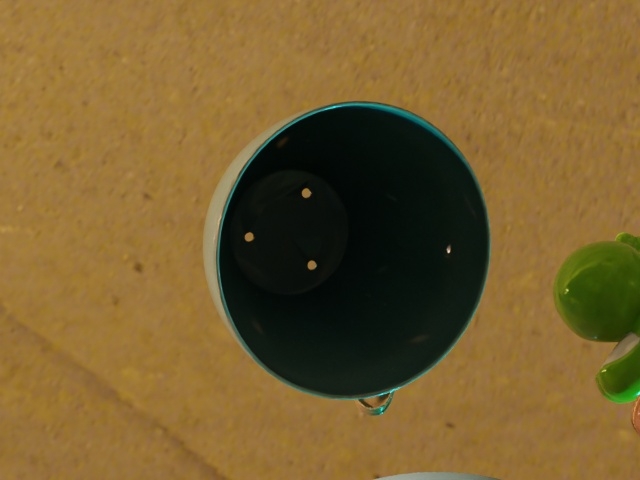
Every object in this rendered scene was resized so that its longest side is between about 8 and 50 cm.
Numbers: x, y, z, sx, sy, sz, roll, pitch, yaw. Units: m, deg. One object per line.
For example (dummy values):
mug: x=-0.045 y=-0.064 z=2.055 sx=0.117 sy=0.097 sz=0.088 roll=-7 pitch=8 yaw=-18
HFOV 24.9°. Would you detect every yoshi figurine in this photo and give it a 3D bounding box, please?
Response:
yoshi figurine: x=0.388 y=0.001 z=1.552 sx=0.203 sy=0.362 sz=0.203 roll=34 pitch=170 yaw=47

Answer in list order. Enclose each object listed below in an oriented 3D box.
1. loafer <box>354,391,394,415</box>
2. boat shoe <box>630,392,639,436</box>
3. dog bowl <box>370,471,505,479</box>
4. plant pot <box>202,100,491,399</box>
loafer: x=0.061 y=0.128 z=1.676 sx=0.056 sy=0.148 sz=0.050 roll=1 pitch=172 yaw=10
boat shoe: x=0.279 y=0.145 z=1.100 sx=0.060 sy=0.064 sz=0.178 roll=24 pitch=-179 yaw=44
dog bowl: x=0.010 y=0.214 z=0.699 sx=0.297 sy=0.074 sz=0.166 roll=-28 pitch=123 yaw=31
plant pot: x=0.000 y=0.000 z=1.483 sx=0.290 sy=0.290 sz=0.195 roll=50 pitch=168 yaw=-20
